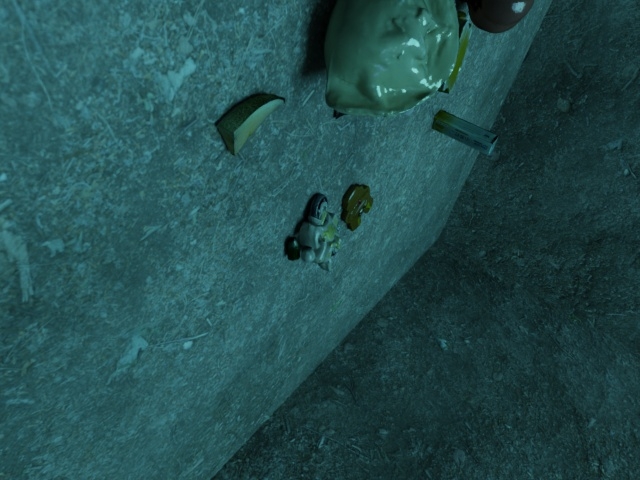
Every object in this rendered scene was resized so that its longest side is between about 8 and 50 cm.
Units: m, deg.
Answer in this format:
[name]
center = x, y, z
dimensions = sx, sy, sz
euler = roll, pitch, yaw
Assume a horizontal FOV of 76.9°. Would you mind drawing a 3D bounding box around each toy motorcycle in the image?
[toy motorcycle]
center = 0.000, 0.000, 1.470
dimensions = 0.223, 0.107, 0.341
euler = -65, 155, -23

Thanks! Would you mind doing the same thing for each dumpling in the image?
[dumpling]
center = 0.172, -0.477, 0.949
dimensions = 0.233, 0.315, 0.396
euler = -128, -128, -80

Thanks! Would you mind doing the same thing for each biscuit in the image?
[biscuit]
center = 0.156, -0.143, 1.706
dimensions = 0.186, 0.044, 0.295
euler = -59, 158, -2

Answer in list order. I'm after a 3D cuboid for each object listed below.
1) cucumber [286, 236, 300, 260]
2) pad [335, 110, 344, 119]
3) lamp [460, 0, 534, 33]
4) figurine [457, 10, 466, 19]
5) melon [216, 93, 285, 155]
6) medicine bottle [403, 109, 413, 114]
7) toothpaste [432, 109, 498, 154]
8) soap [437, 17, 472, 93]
[cucumber]
center = -0.096, 0.027, 1.402
dimensions = 0.048, 0.048, 0.105
euler = -44, 152, -29
[pad]
center = 0.126, -0.480, 1.220
dimensions = 0.233, 0.022, 0.174
euler = -38, 151, -38
[lamp]
center = 0.611, -0.889, 1.397
dimensions = 0.305, 0.239, 0.306
euler = 179, -90, -86
[figurine]
center = 0.450, -0.735, 1.434
dimensions = 0.156, 0.131, 0.246
euler = -35, -159, 56
[melon]
center = -0.144, -0.276, 0.894
dimensions = 0.182, 0.054, 0.098
euler = -51, 163, -15
[medicine bottle]
center = 0.311, -0.545, 1.436
dimensions = 0.083, 0.083, 0.203
euler = -47, 157, -23
[toothpaste]
center = 0.700, -0.528, 1.957
dimensions = 0.071, 0.312, 0.089
euler = -48, 157, -19
[soap]
center = 0.236, -0.501, 1.058
dimensions = 0.089, 0.274, 0.174
euler = -14, 125, -56
